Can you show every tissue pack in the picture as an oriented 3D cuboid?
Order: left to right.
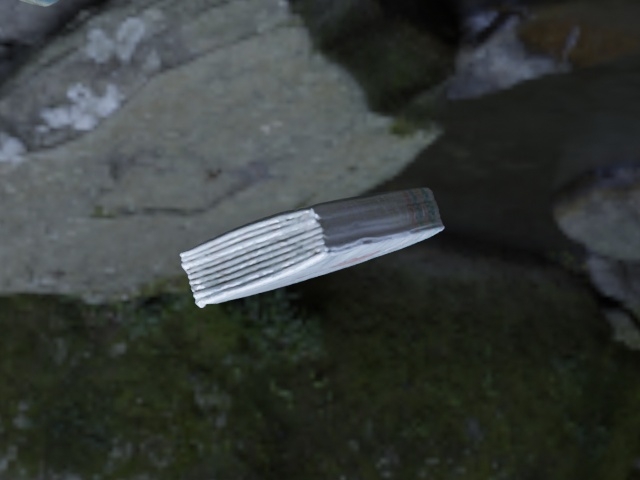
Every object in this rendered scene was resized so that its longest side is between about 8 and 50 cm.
[{"bbox_3d":[0.000,0.000,0.515,0.056,0.023,0.108,-20,177,25],"label":"tissue pack"}]

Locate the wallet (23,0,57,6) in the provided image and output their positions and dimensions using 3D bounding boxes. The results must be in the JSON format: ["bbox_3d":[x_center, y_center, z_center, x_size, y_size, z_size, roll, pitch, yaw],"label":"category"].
[{"bbox_3d":[-0.107,-0.294,0.641,0.252,0.360,0.083,25,-167,-50],"label":"wallet"}]
